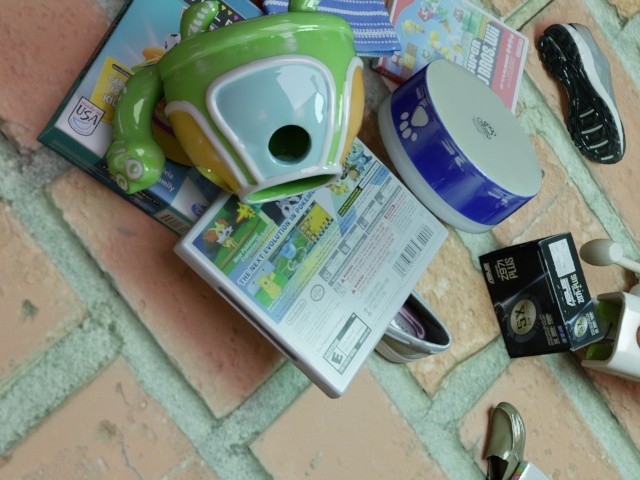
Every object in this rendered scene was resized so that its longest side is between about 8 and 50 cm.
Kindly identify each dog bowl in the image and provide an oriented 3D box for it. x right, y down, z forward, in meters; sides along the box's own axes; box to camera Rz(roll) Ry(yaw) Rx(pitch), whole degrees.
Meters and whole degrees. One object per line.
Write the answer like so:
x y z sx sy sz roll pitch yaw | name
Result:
0.218 -0.146 1.651 0.265 0.104 0.265 32 38 -28 | dog bowl

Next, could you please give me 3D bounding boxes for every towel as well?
-0.009 -0.438 1.625 0.243 0.040 0.336 -4 71 -40 | towel

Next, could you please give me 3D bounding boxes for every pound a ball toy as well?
0.570 0.135 1.746 0.319 0.136 0.208 18 80 -14 | pound a ball toy

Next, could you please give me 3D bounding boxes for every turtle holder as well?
-0.094 -0.167 1.338 0.320 0.243 0.227 -11 83 -31 | turtle holder

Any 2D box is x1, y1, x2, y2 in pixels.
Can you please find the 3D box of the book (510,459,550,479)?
0.310 0.427 1.658 0.096 0.035 0.144 45 66 -21 | book

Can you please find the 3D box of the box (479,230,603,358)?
0.354 0.089 1.727 0.077 0.147 0.180 -17 90 -34 | box

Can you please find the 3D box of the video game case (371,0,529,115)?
0.225 -0.316 1.805 0.285 0.025 0.204 24 68 -26 | video game case

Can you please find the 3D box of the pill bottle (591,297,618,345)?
0.489 0.140 1.844 0.137 0.078 0.078 10 75 -30 | pill bottle

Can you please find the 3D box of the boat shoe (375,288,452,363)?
0.061 0.061 1.573 0.320 0.103 0.118 46 60 -16 | boat shoe

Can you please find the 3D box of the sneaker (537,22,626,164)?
0.491 -0.268 1.922 0.108 0.100 0.271 -21 92 -39 | sneaker

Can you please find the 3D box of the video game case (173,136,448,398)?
0.000 0.000 1.483 0.300 0.036 0.329 45 57 -12 | video game case

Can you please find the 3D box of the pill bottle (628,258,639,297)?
0.609 0.136 1.898 0.117 0.117 0.208 4 77 -32 | pill bottle

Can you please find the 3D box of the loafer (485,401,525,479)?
0.290 0.329 1.691 0.050 0.056 0.148 3 78 -38 | loafer

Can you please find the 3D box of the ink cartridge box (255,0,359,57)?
-0.010 -0.343 1.651 0.179 0.045 0.145 31 65 -26 | ink cartridge box

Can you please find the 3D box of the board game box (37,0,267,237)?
-0.193 -0.207 1.484 0.254 0.079 0.336 35 64 -22 | board game box
